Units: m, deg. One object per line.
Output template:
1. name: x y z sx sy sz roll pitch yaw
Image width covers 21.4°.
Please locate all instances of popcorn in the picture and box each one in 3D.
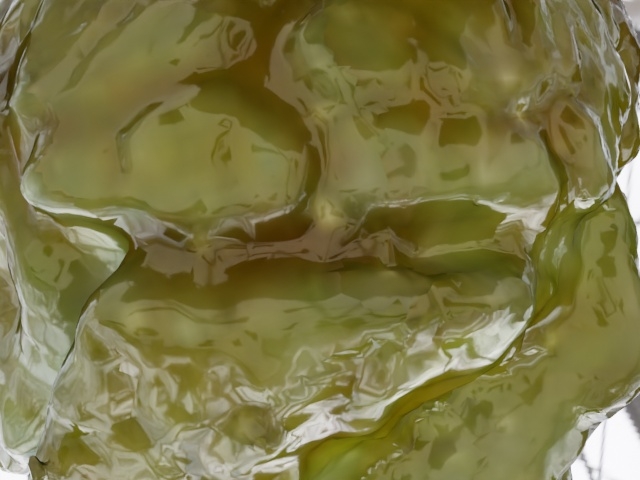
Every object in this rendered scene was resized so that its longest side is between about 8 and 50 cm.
1. popcorn: -0.006 -0.002 0.584 0.247 0.282 0.282 -7 -125 -7
